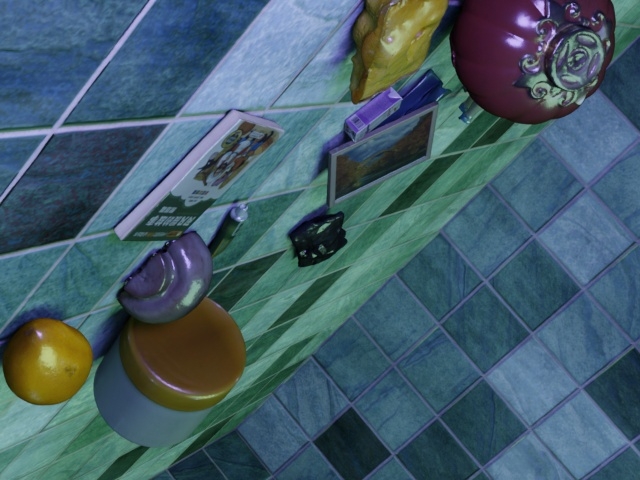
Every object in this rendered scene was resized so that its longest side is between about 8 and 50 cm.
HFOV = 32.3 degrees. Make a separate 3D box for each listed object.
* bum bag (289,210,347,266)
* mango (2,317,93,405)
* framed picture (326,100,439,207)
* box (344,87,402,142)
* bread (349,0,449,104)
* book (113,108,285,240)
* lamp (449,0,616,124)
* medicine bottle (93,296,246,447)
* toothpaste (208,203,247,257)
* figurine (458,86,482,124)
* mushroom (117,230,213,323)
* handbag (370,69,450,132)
[{"bbox_3d":[0.000,0.000,2.583,0.137,0.074,0.310,-30,167,-5],"label":"bum bag"},{"bbox_3d":[-0.443,0.190,1.783,0.145,0.112,0.219,-37,156,-17],"label":"mango"},{"bbox_3d":[0.122,-0.170,2.193,0.250,0.016,0.184,-27,152,-18],"label":"framed picture"},{"bbox_3d":[0.099,-0.238,2.087,0.117,0.036,0.050,-39,169,-15],"label":"box"},{"bbox_3d":[0.115,-0.323,1.702,0.161,0.088,0.233,-40,167,-31],"label":"bread"},{"bbox_3d":[-0.184,-0.095,1.726,0.264,0.027,0.202,-43,169,12],"label":"book"},{"bbox_3d":[0.377,-0.355,1.953,0.303,0.257,0.303,-12,119,-23],"label":"lamp"},{"bbox_3d":[-0.295,0.248,2.143,0.238,0.238,0.232,-29,166,-44],"label":"medicine bottle"},{"bbox_3d":[-0.174,-0.014,2.063,0.049,0.031,0.204,-32,169,-35],"label":"toothpaste"},{"bbox_3d":[0.389,-0.350,2.406,0.260,0.103,0.205,-43,-166,32],"label":"figurine"},{"bbox_3d":[-0.260,0.075,1.956,0.188,0.117,0.141,-48,179,14],"label":"mushroom"},{"bbox_3d":[0.170,-0.246,2.253,0.221,0.057,0.144,-43,173,9],"label":"handbag"}]
